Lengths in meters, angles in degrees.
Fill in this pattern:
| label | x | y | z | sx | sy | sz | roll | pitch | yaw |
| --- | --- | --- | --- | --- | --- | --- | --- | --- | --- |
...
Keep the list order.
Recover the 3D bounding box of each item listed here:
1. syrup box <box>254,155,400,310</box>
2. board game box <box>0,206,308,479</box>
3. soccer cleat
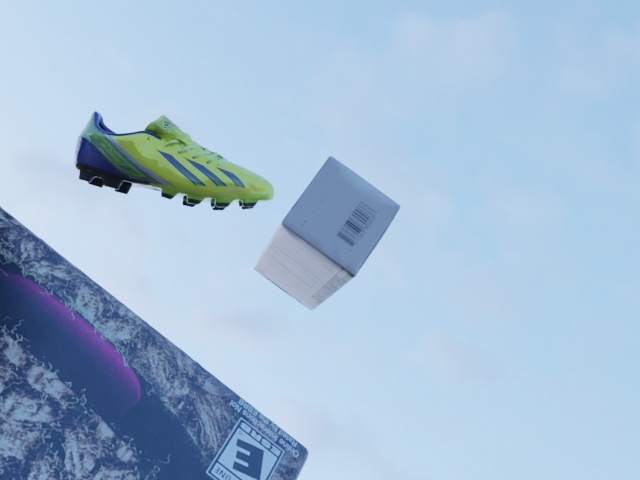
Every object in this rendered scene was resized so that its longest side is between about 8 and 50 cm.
| label | x | y | z | sx | sy | sz | roll | pitch | yaw |
| --- | --- | --- | --- | --- | --- | --- | --- | --- | --- |
| syrup box | 0.000 | 0.000 | 1.048 | 0.096 | 0.093 | 0.237 | 36 | -17 | -1 |
| board game box | -0.174 | 0.126 | 0.305 | 0.232 | 0.291 | 0.141 | 38 | -57 | -3 |
| soccer cleat | -0.202 | -0.114 | 1.304 | 0.289 | 0.121 | 0.093 | 11 | -4 | 3 |
